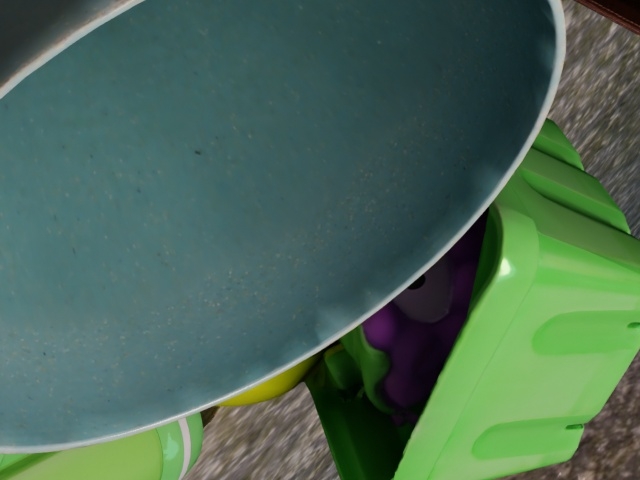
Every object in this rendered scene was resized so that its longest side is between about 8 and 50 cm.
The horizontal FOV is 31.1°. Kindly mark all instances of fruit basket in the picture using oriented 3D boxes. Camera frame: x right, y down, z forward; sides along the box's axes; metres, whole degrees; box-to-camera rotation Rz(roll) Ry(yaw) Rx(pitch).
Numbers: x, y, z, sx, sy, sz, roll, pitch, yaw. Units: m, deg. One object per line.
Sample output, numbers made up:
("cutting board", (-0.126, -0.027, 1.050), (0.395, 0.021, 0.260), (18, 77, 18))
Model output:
("fruit basket", (0.000, 0.000, 0.823), (0.392, 0.392, 0.283), (-24, 143, -51))

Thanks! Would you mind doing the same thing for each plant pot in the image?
("plant pot", (-0.076, -0.075, 0.479), (0.290, 0.195, 0.290), (-26, 153, -15))

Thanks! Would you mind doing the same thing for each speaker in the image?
("speaker", (-0.222, 0.179, 0.829), (0.296, 0.131, 0.131), (-24, 143, -51))

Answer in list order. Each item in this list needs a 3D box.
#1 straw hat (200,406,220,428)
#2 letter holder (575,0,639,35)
("straw hat", (-0.119, 0.085, 0.964), (0.061, 0.144, 0.144), (21, 109, -25))
("letter holder", (0.397, -0.352, 1.153), (0.302, 0.214, 0.152), (-46, 157, -18))
